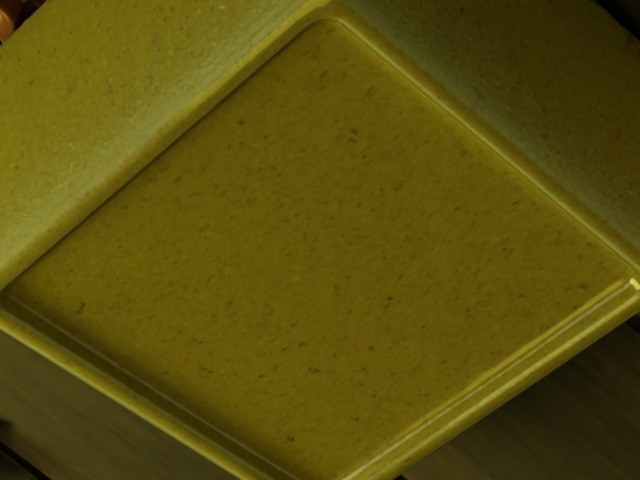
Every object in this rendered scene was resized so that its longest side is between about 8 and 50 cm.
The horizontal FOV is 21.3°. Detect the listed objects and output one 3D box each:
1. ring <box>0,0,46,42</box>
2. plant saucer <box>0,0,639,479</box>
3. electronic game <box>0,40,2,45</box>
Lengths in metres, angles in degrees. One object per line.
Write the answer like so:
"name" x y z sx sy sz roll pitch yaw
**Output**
"ring" -0.235 -0.072 0.883 0.337 0.032 0.336 17 138 16
"plant saucer" 0.000 0.000 0.810 0.333 0.081 0.333 -38 123 26
"electronic game" -0.157 -0.130 0.845 0.229 0.048 0.229 14 136 14
